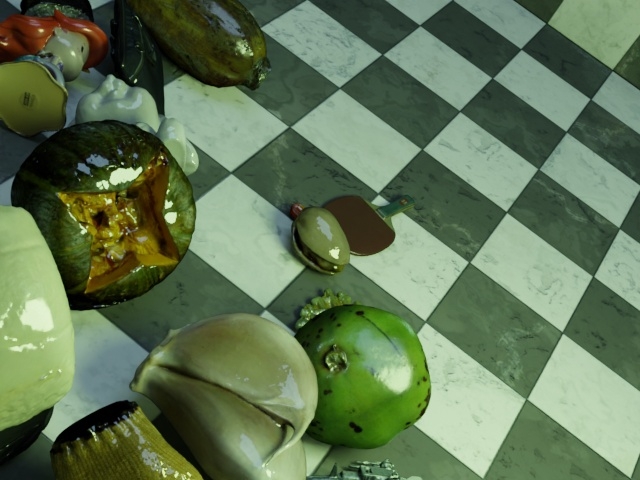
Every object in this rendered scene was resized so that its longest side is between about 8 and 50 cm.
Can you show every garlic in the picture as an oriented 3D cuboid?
[{"bbox_3d":[-0.100,0.251,1.579,0.246,0.231,0.340,40,-2,-42],"label":"garlic"}]

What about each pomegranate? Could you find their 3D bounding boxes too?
[{"bbox_3d":[0.067,0.234,1.759,0.270,0.254,0.254,49,16,-53],"label":"pomegranate"}]

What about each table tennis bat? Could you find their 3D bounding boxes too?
[{"bbox_3d":[0.109,-0.046,2.228,0.274,0.021,0.154,-25,65,-43],"label":"table tennis bat"}]

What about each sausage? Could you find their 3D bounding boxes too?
[{"bbox_3d":[-0.016,-0.033,2.123,0.129,0.034,0.034,42,41,13],"label":"sausage"}]

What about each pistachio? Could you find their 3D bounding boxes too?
[{"bbox_3d":[0.000,0.000,2.049,0.113,0.113,0.149,-25,77,-45],"label":"pistachio"}]

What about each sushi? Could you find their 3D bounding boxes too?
[{"bbox_3d":[-0.551,-0.478,2.196,0.150,0.090,0.078,5,42,-26],"label":"sushi"}]

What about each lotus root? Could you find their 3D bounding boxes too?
[{"bbox_3d":[-0.270,-0.470,2.288,0.397,0.196,0.179,39,45,5],"label":"lotus root"}]

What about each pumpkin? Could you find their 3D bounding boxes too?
[{"bbox_3d":[-0.354,-0.046,1.725,0.320,0.320,0.192,-5,20,-36],"label":"pumpkin"}]

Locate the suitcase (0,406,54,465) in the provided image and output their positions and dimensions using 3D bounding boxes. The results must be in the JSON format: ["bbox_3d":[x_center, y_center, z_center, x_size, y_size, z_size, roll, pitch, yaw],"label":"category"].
[{"bbox_3d":[-0.567,0.181,1.437,0.345,0.188,0.339,45,40,13],"label":"suitcase"}]

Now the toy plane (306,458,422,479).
[{"bbox_3d":[0.085,0.395,1.717,0.234,0.082,0.160,20,15,-15],"label":"toy plane"}]

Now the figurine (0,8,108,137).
[{"bbox_3d":[-0.534,-0.344,2.002,0.208,0.181,0.257,-13,37,16],"label":"figurine"}]

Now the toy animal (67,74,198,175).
[{"bbox_3d":[-0.379,-0.184,1.945,0.272,0.206,0.265,-11,40,-16],"label":"toy animal"}]

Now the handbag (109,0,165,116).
[{"bbox_3d":[-0.371,-0.360,2.124,0.089,0.211,0.254,-16,51,4],"label":"handbag"}]

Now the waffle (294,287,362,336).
[{"bbox_3d":[0.039,0.169,1.951,0.169,0.036,0.183,31,39,2],"label":"waffle"}]

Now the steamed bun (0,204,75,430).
[{"bbox_3d":[-0.447,0.098,1.274,0.290,0.272,0.273,-30,70,-38],"label":"steamed bun"}]

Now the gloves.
[{"bbox_3d":[-0.235,0.392,1.443,0.203,0.155,0.356,-27,78,-9],"label":"gloves"}]
